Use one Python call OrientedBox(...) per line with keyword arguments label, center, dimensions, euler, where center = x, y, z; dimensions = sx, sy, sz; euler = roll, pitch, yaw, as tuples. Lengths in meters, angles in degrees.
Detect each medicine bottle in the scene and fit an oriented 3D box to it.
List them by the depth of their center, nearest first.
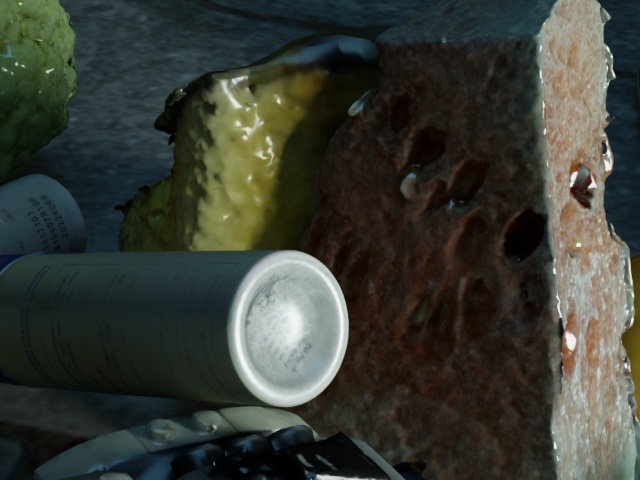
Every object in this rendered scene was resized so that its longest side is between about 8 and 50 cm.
OrientedBox(label="medicine bottle", center=(-0.086, 0.033, 0.811), dimensions=(0.059, 0.059, 0.231), euler=(-22, 14, -39))
OrientedBox(label="medicine bottle", center=(-0.157, 0.005, 0.948), dimensions=(0.052, 0.052, 0.089), euler=(23, 34, 31))

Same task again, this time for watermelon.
OrientedBox(label="watermelon", center=(0.058, 0.008, 0.786), dimensions=(0.154, 0.241, 0.094), euler=(17, 21, 24))

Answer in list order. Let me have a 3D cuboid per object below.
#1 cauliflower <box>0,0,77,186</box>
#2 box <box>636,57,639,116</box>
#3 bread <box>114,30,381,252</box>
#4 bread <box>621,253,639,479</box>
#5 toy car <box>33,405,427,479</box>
OrientedBox(label="cauliflower", center=(-0.281, -0.090, 0.993), dimensions=(0.272, 0.275, 0.250), euler=(-55, 19, -25))
OrientedBox(label="box", center=(0.276, -0.083, 1.090), dimensions=(0.178, 0.138, 0.274), euler=(9, 29, 0))
OrientedBox(label="bread", center=(0.002, 0.006, 0.887), dimensions=(0.174, 0.133, 0.251), euler=(-2, -15, -17))
OrientedBox(label="bread", center=(0.192, 0.059, 0.862), dimensions=(0.173, 0.085, 0.134), euler=(13, 30, 15))
OrientedBox(label="toy car", center=(-0.078, 0.131, 0.672), dimensions=(0.301, 0.118, 0.193), euler=(-11, 30, -28))
